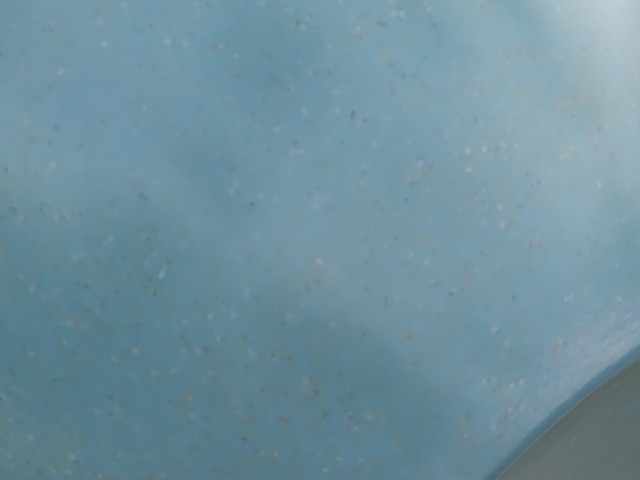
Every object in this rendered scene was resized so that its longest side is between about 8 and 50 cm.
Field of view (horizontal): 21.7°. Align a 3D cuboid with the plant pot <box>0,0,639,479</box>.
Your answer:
[{"bbox_3d":[0.000,0.000,0.423,0.290,0.290,0.195,-20,54,-39],"label":"plant pot"}]
